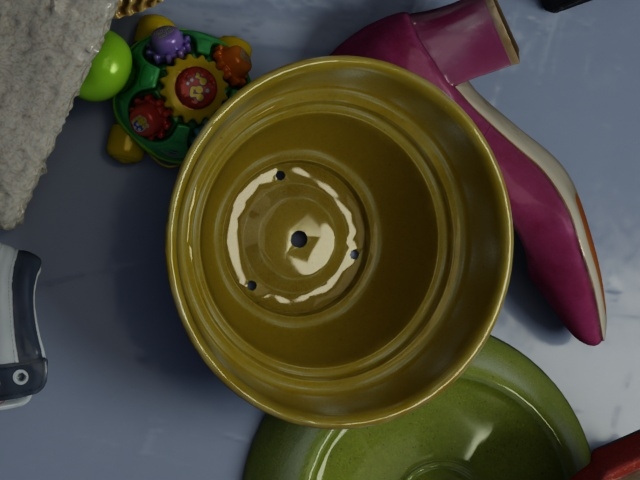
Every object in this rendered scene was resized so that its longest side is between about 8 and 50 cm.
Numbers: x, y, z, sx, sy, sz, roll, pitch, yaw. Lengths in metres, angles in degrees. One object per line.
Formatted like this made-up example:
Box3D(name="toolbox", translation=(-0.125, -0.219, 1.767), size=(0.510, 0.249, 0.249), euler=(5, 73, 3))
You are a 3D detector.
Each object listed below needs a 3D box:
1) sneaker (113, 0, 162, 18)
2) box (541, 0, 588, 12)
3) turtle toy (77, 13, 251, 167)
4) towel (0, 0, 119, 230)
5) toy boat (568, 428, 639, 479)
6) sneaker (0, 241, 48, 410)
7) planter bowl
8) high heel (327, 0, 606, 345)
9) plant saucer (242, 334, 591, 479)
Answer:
Box3D(name="sneaker", translation=(-0.167, -0.159, 1.060), size=(0.185, 0.084, 0.069), euler=(-7, 117, 6))
Box3D(name="box", translation=(0.218, -0.254, 1.062), size=(0.143, 0.270, 0.165), euler=(-21, 93, -16))
Box3D(name="turtle toy", translation=(-0.095, -0.091, 1.070), size=(0.130, 0.066, 0.095), euler=(15, 82, -14))
Box3D(name="towel", translation=(-0.199, -0.156, 0.988), size=(0.187, 0.049, 0.282), euler=(25, 109, -5))
Box3D(name="toy boat", translation=(0.220, 0.185, 1.106), size=(0.151, 0.151, 0.231), euler=(-24, 124, 3))
Box3D(name="sneaker", translation=(-0.246, 0.114, 0.998), size=(0.153, 0.099, 0.282), euler=(19, 79, -12))
Box3D(name="planter bowl", translation=(0.000, 0.000, 1.073), size=(0.217, 0.090, 0.217), euler=(-1, 92, -20))
Box3D(name="high heel", translation=(0.096, -0.031, 1.128), size=(0.117, 0.082, 0.244), euler=(-21, 106, 12))
Box3D(name="plant saucer", translation=(0.070, 0.170, 1.115), size=(0.241, 0.037, 0.241), euler=(1, 87, -16))
